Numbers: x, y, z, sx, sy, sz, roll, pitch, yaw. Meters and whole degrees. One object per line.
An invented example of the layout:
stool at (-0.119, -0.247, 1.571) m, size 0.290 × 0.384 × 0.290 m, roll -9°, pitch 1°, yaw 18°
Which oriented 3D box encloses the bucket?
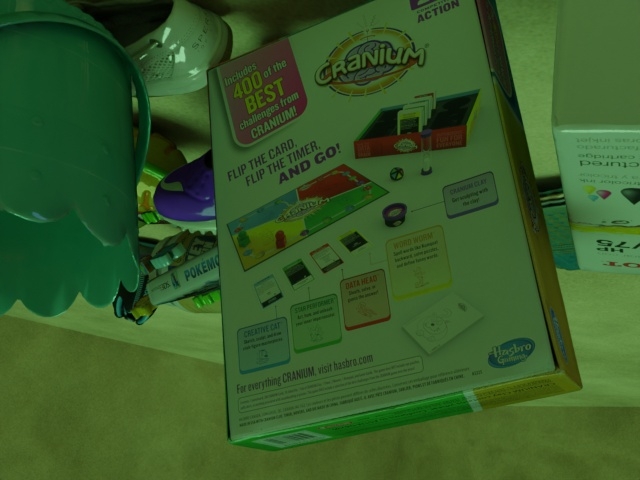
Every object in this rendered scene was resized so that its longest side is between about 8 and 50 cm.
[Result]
bucket at (-0.266, -0.059, 0.649) m, size 0.281 × 0.183 × 0.281 m, roll -3°, pitch 161°, yaw -1°

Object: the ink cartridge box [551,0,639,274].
ink cartridge box at (0.265, -0.102, 0.546) m, size 0.198 × 0.197 × 0.270 m, roll 3°, pitch 163°, yaw 21°

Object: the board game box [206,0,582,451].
board game box at (0.037, -0.024, 0.629) m, size 0.242 × 0.316 × 0.064 m, roll -17°, pitch 155°, yaw 24°

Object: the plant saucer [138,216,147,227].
plant saucer at (-0.333, -0.072, 1.074) m, size 0.241 × 0.037 × 0.241 m, roll 33°, pitch 176°, yaw 3°

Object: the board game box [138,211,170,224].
board game box at (-0.303, -0.059, 1.303) m, size 0.281 × 0.027 × 0.145 m, roll -1°, pitch 162°, yaw 30°

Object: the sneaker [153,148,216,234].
sneaker at (-0.048, -0.109, 0.822) m, size 0.293 × 0.102 × 0.146 m, roll -15°, pitch 124°, yaw 18°

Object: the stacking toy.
stacking toy at (-0.254, 0.030, 1.293) m, size 0.221 × 0.052 × 0.167 m, roll -13°, pitch 114°, yaw 41°

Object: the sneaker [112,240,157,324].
sneaker at (-0.383, 0.096, 1.671) m, size 0.125 × 0.140 × 0.341 m, roll 12°, pitch 165°, yaw -18°

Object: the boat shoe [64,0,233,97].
boat shoe at (-0.218, -0.172, 0.759) m, size 0.277 × 0.098 × 0.096 m, roll -9°, pitch 157°, yaw 24°

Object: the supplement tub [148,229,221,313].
supplement tub at (-0.167, 0.048, 1.383) m, size 0.199 × 0.144 × 0.144 m, roll -3°, pitch 160°, yaw 35°

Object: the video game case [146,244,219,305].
video game case at (0.000, 0.000, 0.989) m, size 0.329 × 0.036 × 0.300 m, roll -14°, pitch 175°, yaw -34°

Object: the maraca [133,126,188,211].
maraca at (-0.235, -0.092, 1.037) m, size 0.185 × 0.099 × 0.127 m, roll 19°, pitch 169°, yaw 32°

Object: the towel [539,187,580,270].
towel at (0.414, -0.025, 1.026) m, size 0.370 × 0.040 × 0.271 m, roll -8°, pitch 158°, yaw 39°
